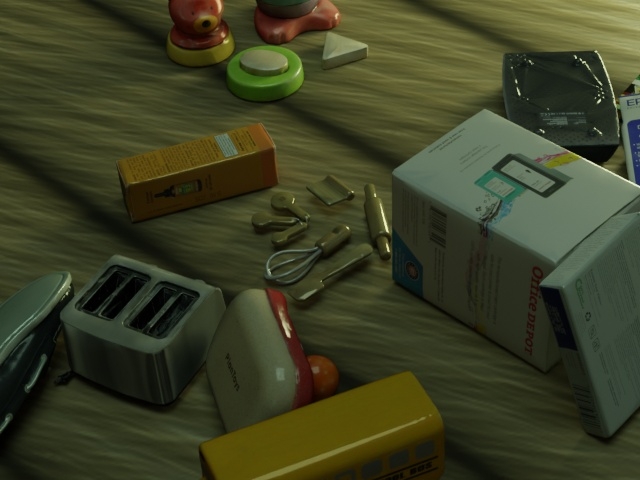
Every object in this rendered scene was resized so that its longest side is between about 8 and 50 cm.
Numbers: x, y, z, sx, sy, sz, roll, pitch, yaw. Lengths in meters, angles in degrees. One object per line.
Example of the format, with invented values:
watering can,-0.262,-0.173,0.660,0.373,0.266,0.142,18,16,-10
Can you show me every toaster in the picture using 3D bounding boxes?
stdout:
toaster,-0.234,0.118,1.732,0.168,0.110,0.186,17,46,24

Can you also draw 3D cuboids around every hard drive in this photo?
hard drive,0.374,-0.210,2.098,0.172,0.054,0.255,-1,41,3

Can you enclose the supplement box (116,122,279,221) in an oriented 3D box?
supplement box,-0.185,-0.103,2.004,0.233,0.078,0.080,-17,43,-15

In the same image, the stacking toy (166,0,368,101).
stacking toy,-0.090,-0.381,2.273,0.309,0.130,0.279,-27,46,-24

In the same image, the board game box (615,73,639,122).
board game box,0.600,-0.195,2.084,0.259,0.030,0.136,23,46,27

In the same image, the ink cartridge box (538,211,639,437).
ink cartridge box,0.375,0.089,1.638,0.224,0.223,0.045,-36,27,-31

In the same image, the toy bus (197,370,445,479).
toy bus,-0.027,0.270,1.526,0.332,0.130,0.108,-18,43,-15

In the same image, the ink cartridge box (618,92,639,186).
ink cartridge box,0.600,-0.117,1.939,0.303,0.072,0.307,-7,39,13

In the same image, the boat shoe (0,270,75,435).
boat shoe,-0.401,0.160,1.717,0.114,0.091,0.302,-7,34,40

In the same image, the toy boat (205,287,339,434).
toy boat,-0.046,0.165,1.666,0.151,0.151,0.231,12,34,-30

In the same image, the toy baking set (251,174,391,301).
toy baking set,0.007,-0.002,1.915,0.196,0.030,0.256,-12,41,-5

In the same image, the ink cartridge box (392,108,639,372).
ink cartridge box,0.257,-0.004,1.766,0.270,0.198,0.197,32,52,33
